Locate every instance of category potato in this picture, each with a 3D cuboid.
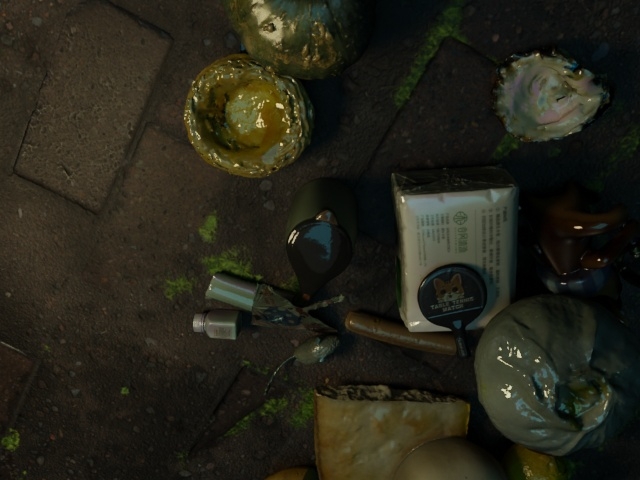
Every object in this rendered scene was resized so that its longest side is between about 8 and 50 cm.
[{"bbox_3d":[-0.106,0.752,1.691,0.158,0.178,0.203,8,139,17],"label":"potato"}]

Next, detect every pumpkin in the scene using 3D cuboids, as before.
[{"bbox_3d":[-0.043,-0.469,1.100,0.291,0.257,0.328,-18,104,-2],"label":"pumpkin"}]

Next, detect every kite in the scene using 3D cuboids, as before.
[{"bbox_3d":[-0.057,0.179,1.438,0.314,0.011,0.335,-20,141,33],"label":"kite"}]

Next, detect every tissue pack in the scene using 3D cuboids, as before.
[{"bbox_3d":[0.304,0.021,1.319,0.266,0.194,0.357,-4,114,5],"label":"tissue pack"}]

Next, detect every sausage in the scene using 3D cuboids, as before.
[{"bbox_3d":[0.211,0.242,1.492,0.301,0.066,0.066,14,113,0],"label":"sausage"}]

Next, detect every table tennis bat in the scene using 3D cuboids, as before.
[{"bbox_3d":[0.297,0.158,1.263,0.150,0.027,0.236,-13,111,8],"label":"table tennis bat"}]

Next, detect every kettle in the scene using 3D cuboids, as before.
[{"bbox_3d":[0.000,0.000,1.300,0.165,0.255,0.240,12,114,-4],"label":"kettle"}]

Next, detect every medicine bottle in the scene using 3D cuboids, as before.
[{"bbox_3d":[-0.271,0.219,1.510,0.118,0.074,0.055,4,115,2],"label":"medicine bottle"}]

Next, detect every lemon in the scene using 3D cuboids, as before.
[{"bbox_3d":[0.586,0.645,1.580,0.180,0.180,0.193,-10,107,8],"label":"lemon"}]

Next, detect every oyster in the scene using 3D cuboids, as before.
[{"bbox_3d":[0.497,-0.314,1.223,0.259,0.092,0.198,-4,113,16],"label":"oyster"}]

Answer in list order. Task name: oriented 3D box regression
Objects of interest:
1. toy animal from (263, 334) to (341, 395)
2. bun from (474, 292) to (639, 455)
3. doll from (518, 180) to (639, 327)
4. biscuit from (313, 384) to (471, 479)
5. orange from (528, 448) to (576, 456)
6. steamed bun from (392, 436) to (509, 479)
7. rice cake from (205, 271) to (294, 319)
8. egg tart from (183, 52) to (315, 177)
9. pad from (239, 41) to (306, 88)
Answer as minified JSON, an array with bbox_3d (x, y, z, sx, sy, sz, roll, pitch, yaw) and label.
[{"bbox_3d":[-0.056,0.318,1.535,0.253,0.079,0.070,-33,86,15],"label":"toy animal"},{"bbox_3d":[0.510,0.287,1.207,0.361,0.211,0.362,0,93,-5],"label":"bun"},{"bbox_3d":[0.604,0.030,1.317,0.318,0.209,0.340,-7,115,43],"label":"doll"},{"bbox_3d":[0.198,0.580,1.608,0.429,0.104,0.446,-4,112,-5],"label":"biscuit"},{"bbox_3d":[0.575,0.407,1.438,0.264,0.264,0.264,2,113,4],"label":"orange"},{"bbox_3d":[0.348,0.685,1.504,0.324,0.206,0.324,-6,114,-13],"label":"steamed bun"},{"bbox_3d":[-0.184,0.142,1.489,0.221,0.042,0.080,19,118,-4],"label":"rice cake"},{"bbox_3d":[-0.154,-0.275,1.265,0.288,0.118,0.288,2,113,4],"label":"egg tart"},{"bbox_3d":[-0.104,-0.392,1.275,0.157,0.003,0.112,9,114,0],"label":"pad"}]
